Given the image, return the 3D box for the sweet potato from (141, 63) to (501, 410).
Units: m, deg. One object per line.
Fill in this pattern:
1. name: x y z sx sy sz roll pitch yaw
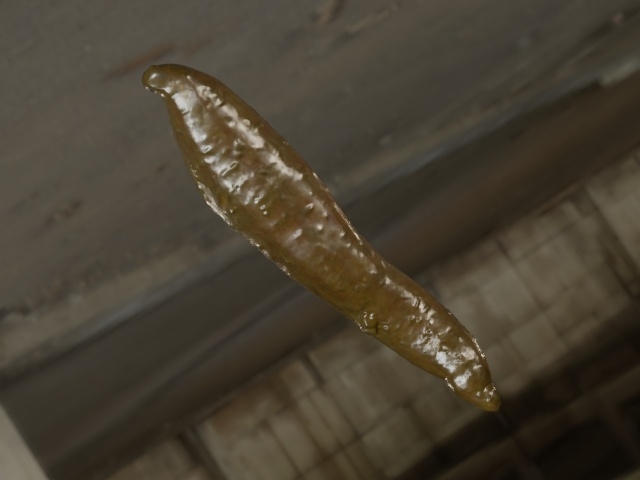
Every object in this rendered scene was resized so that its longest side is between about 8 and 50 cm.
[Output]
1. sweet potato: 0.000 0.000 0.380 0.026 0.115 0.026 -44 -167 12
